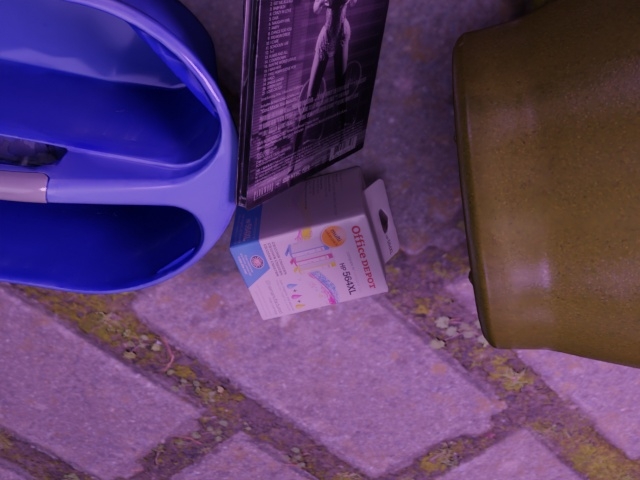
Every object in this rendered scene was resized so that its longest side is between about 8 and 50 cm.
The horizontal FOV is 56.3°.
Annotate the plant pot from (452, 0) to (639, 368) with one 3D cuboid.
[{"bbox_3d":[0.279,-0.051,0.410,0.352,0.367,0.367,-7,125,17],"label":"plant pot"}]

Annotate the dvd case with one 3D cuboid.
[{"bbox_3d":[0.000,-0.147,0.440,0.018,0.164,0.221,27,128,25],"label":"dvd case"}]

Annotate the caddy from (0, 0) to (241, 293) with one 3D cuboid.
[{"bbox_3d":[-0.228,-0.084,0.447,0.341,0.179,0.241,9,124,-11],"label":"caddy"}]

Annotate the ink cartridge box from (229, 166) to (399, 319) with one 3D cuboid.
[{"bbox_3d":[0.000,0.000,0.568,0.143,0.090,0.092,-14,123,10],"label":"ink cartridge box"}]
